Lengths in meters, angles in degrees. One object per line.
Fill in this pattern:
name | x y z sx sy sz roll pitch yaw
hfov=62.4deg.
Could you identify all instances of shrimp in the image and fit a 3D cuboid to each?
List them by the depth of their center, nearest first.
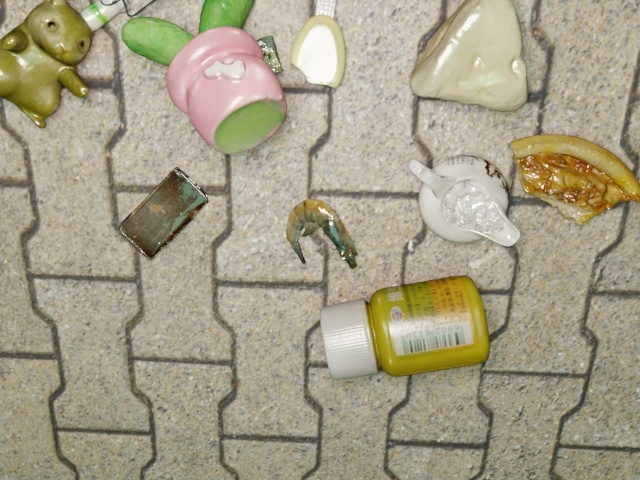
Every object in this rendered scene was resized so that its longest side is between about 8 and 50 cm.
shrimp | 0.000 0.000 1.342 0.150 0.051 0.217 -34 97 16

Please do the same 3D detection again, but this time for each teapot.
teapot | 0.323 -0.100 1.244 0.299 0.166 0.208 27 120 -18

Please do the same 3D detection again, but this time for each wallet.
wallet | -0.396 -0.067 1.335 0.232 0.031 0.122 -42 99 12

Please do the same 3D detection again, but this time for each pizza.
pizza | 0.604 -0.147 1.258 0.365 0.074 0.182 26 99 -7

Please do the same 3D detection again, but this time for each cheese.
cheese | 0.345 -0.403 1.123 0.251 0.173 0.248 19 118 -4
cheese | 0.003 -0.474 1.173 0.127 0.050 0.255 8 108 0

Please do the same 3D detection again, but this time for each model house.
model house | -0.133 -0.410 1.189 0.078 0.066 0.083 -16 107 5

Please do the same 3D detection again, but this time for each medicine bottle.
medicine bottle | 0.204 0.224 1.319 0.384 0.224 0.224 -11 109 5

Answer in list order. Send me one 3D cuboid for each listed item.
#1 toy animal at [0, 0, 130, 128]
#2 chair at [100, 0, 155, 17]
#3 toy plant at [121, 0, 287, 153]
toy animal | -0.579 -0.417 1.134 0.363 0.180 0.181 -35 144 18
chair | -0.334 -0.561 1.055 0.221 0.140 0.145 -17 103 5
toy plant | -0.201 -0.370 1.092 0.317 0.210 0.356 -30 65 -6
